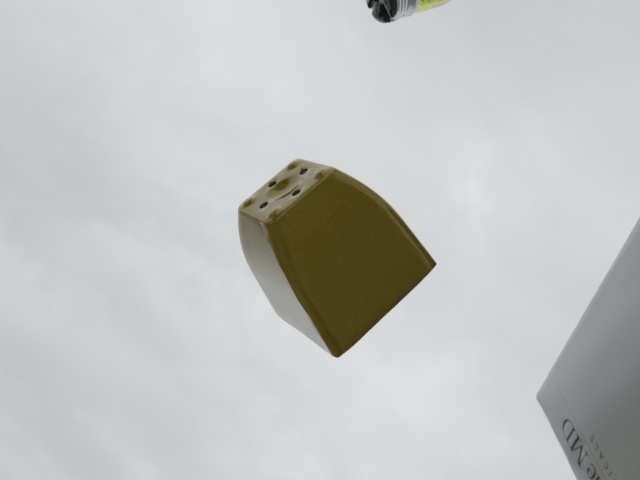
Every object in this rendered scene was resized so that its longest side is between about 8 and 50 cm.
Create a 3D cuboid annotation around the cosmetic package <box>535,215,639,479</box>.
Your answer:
[{"bbox_3d":[0.341,0.046,0.458,0.162,0.230,0.453,4,-54,-13],"label":"cosmetic package"}]

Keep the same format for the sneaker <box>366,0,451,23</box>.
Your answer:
[{"bbox_3d":[0.076,-0.299,0.619,0.081,0.094,0.208,140,-62,-75],"label":"sneaker"}]

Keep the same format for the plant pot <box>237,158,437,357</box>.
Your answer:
[{"bbox_3d":[0.000,0.000,0.388,0.081,0.081,0.083,25,-28,57],"label":"plant pot"}]
